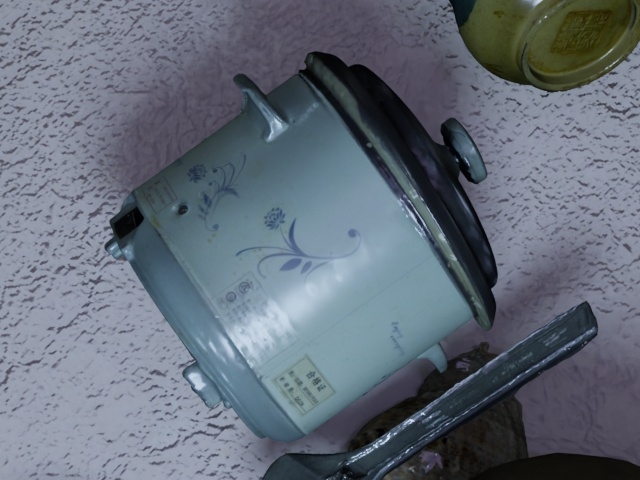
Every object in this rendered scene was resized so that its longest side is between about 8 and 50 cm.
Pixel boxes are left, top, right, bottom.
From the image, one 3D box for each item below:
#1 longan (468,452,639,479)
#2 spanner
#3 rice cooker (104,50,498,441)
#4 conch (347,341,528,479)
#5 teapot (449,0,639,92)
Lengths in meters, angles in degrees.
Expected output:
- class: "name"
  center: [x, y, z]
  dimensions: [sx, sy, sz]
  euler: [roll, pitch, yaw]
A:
- class: "longan"
  center: [0.207, 0.355, 1.396]
  dimensions: [0.336, 0.404, 0.404]
  euler: [-24, 85, -18]
- class: "spanner"
  center: [0.086, 0.147, 1.498]
  dimensions: [0.325, 0.026, 0.093]
  euler: [-33, 57, 0]
- class: "rice cooker"
  center: [0.000, 0.000, 1.497]
  dimensions: [0.316, 0.264, 0.317]
  euler: [-4, 107, -11]
- class: "conch"
  center: [0.107, 0.186, 1.574]
  dimensions: [0.155, 0.130, 0.207]
  euler: [48, 58, -29]
- class: "teapot"
  center: [0.199, -0.232, 1.589]
  dimensions: [0.269, 0.173, 0.183]
  euler: [-8, 51, -25]
